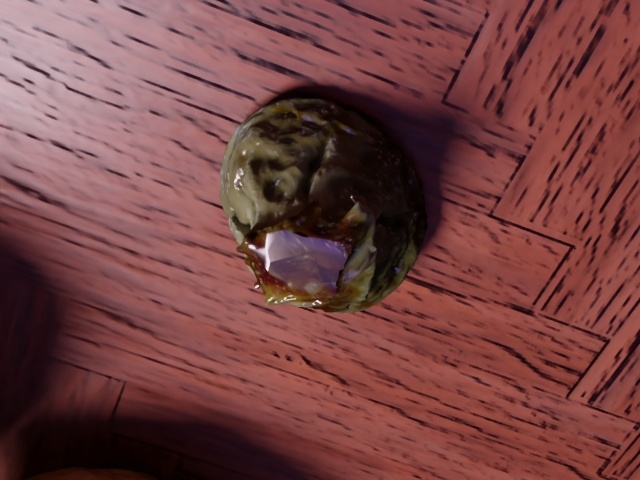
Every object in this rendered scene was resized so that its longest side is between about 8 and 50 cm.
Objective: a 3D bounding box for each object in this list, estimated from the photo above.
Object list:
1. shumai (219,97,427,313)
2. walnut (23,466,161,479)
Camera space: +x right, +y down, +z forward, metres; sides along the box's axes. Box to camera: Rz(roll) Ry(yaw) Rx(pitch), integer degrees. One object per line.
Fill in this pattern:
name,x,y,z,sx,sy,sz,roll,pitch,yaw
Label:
shumai,0.001,-0.001,0.487,0.099,0.087,0.123,-28,119,21
walnut,-0.157,0.247,0.624,0.195,0.195,0.221,32,129,-16
